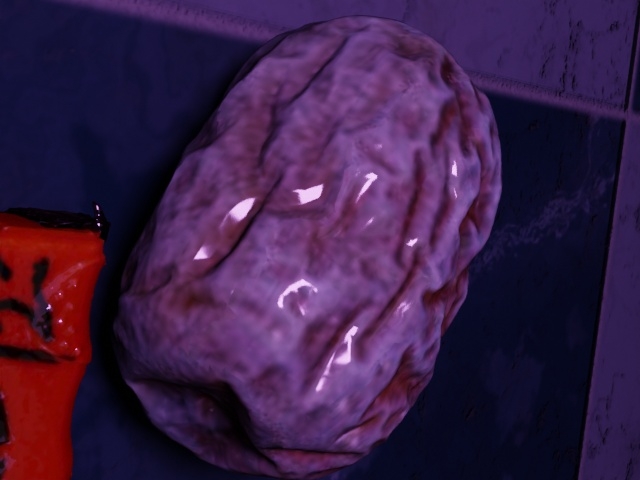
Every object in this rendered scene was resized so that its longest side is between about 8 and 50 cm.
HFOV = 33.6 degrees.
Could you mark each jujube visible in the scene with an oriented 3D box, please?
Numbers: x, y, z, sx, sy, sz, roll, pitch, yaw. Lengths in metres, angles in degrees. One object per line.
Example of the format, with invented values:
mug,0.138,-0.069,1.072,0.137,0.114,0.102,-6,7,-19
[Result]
jujube,0.000,0.000,0.719,0.226,0.226,0.317,49,59,-39

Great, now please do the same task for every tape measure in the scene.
tape measure,-0.244,0.092,0.555,0.260,0.114,0.253,5,94,-42
